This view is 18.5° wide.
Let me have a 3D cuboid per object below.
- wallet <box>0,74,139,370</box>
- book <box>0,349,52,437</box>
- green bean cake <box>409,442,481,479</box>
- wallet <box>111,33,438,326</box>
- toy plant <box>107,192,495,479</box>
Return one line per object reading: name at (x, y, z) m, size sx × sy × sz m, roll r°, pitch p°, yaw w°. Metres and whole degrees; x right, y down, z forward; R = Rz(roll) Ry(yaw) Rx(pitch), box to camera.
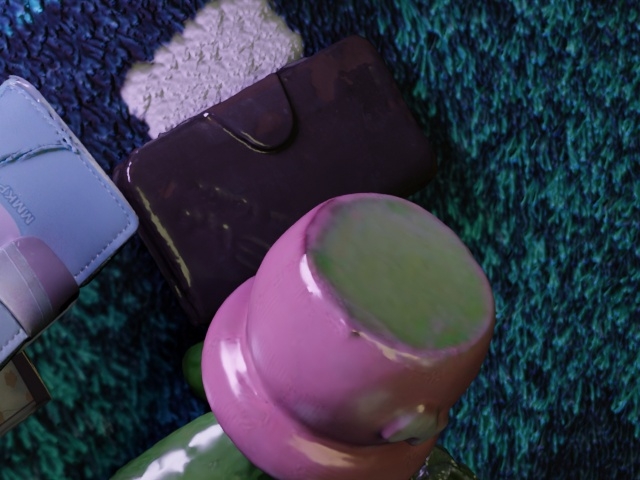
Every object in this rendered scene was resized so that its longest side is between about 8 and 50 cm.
wallet at (-0.270, 0.004, 1.550) m, size 0.176 × 0.075 × 0.250 m, roll 52°, pitch 51°, yaw -10°
book at (-0.333, 0.124, 1.543) m, size 0.231 × 0.026 × 0.157 m, roll -37°, pitch 106°, yaw -34°
green bean cake at (0.100, 0.291, 1.797) m, size 0.173 × 0.094 × 0.181 m, roll 44°, pitch 62°, yaw -25°
wallet at (-0.034, -0.062, 1.762) m, size 0.309 × 0.042 × 0.165 m, roll -31°, pitch 96°, yaw -33°
toy plant at (-0.029, 0.130, 1.599) m, size 0.317 × 0.356 × 0.211 m, roll -13°, pitch 66°, yaw -39°
